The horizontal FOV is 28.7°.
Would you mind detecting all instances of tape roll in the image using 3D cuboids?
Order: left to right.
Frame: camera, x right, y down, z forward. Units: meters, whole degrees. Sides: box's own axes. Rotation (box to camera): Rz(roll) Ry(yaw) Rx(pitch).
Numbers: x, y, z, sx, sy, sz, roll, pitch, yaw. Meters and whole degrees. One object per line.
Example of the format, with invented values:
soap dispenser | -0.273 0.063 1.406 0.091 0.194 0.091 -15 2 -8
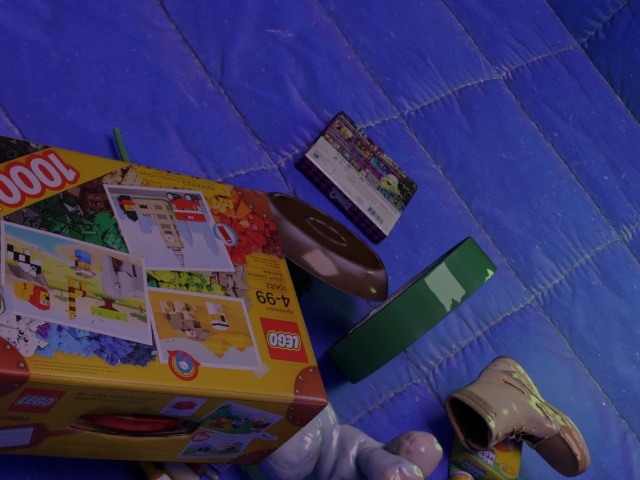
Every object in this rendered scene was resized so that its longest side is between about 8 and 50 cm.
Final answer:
tape roll | 0.156 0.119 2.160 0.077 0.321 0.321 50 38 2

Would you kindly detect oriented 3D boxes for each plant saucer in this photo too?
plant saucer | 0.000 0.000 2.215 0.310 0.050 0.310 32 13 -9

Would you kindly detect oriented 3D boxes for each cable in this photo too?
cable | -0.267 0.280 1.810 0.287 0.072 0.139 45 32 -6

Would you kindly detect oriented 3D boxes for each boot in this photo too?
boot | 0.354 0.348 2.257 0.262 0.095 0.203 52 38 10

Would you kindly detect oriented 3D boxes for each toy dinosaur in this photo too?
toy dinosaur | -0.087 0.081 2.153 0.268 0.064 0.118 -43 114 -51

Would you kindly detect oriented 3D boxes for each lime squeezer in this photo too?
lime squeezer | -0.257 -0.073 2.093 0.310 0.110 0.059 33 -4 13

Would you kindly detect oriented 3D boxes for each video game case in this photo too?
video game case | 0.078 -0.130 2.522 0.232 0.042 0.210 44 38 -7

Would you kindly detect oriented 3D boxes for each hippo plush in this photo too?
hippo plush | 0.034 0.315 1.933 0.236 0.234 0.294 43 33 -4

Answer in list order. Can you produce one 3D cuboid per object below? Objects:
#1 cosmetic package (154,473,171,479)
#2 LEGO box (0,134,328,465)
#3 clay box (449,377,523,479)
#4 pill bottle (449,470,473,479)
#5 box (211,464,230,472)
cosmetic package | -0.278 0.413 1.650 0.085 0.117 0.231 50 38 3
LEGO box | -0.280 0.088 1.679 0.500 0.193 0.373 10 48 -38
clay box | 0.311 0.374 2.316 0.127 0.053 0.222 37 39 -15
pill bottle | 0.242 0.448 2.192 0.043 0.043 0.083 37 39 -15
box | -0.181 0.236 1.896 0.203 0.114 0.103 40 38 -11
